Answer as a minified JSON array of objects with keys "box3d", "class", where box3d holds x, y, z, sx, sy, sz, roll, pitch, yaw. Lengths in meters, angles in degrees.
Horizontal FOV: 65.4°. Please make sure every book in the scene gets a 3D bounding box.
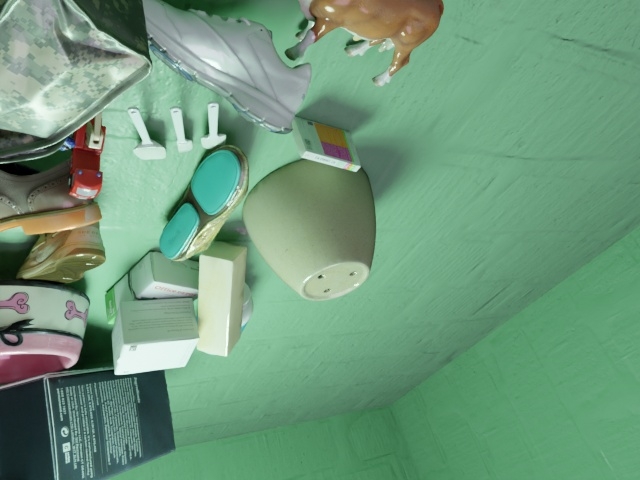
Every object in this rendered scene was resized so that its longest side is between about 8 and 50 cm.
[{"box3d":[0.011,-0.195,1.018,0.144,0.096,0.035,9,139,-38],"class":"book"}]

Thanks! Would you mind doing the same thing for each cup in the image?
[{"box3d":[0.000,0.000,1.186,0.331,0.237,0.331,-14,148,-9],"class":"cup"}]

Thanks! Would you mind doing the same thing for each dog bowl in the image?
[{"box3d":[-0.743,0.227,1.137,0.408,0.150,0.408,-12,160,-5],"class":"dog bowl"}]

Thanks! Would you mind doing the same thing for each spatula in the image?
[{"box3d":[-0.249,-0.186,0.871,0.168,0.019,0.242,-6,175,-12],"class":"spatula"}]

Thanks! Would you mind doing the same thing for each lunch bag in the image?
[{"box3d":[-0.361,-0.240,0.604,0.287,0.235,0.169,-30,146,17],"class":"lunch bag"}]

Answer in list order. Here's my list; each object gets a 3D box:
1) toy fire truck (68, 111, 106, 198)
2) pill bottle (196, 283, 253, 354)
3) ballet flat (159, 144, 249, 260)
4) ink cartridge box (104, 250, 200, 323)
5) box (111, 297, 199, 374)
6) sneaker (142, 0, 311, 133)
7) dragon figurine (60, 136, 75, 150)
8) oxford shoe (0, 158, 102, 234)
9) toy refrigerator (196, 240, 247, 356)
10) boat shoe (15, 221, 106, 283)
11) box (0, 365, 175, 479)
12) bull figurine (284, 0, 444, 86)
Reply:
[{"box3d":[-0.368,-0.172,0.805,0.047,0.192,0.135,5,170,-34],"class":"toy fire truck"},{"box3d":[-0.282,0.216,1.456,0.146,0.146,0.264,-1,144,-28],"class":"pill bottle"},{"box3d":[-0.231,-0.080,1.069,0.123,0.123,0.348,10,138,-39],"class":"ballet flat"},{"box3d":[-0.428,0.135,1.297,0.219,0.093,0.160,-37,145,28],"class":"ink cartridge box"},{"box3d":[-0.421,0.242,1.262,0.182,0.119,0.181,0,145,-30],"class":"box"},{"box3d":[-0.147,-0.283,0.748,0.297,0.111,0.129,30,93,-21],"class":"sneaker"},{"box3d":[-0.511,-0.201,0.721,0.144,0.085,0.289,-38,135,26],"class":"dragon figurine"},{"box3d":[-0.581,-0.077,0.887,0.363,0.130,0.133,-7,105,-1],"class":"oxford shoe"},{"box3d":[-0.255,0.147,1.267,0.094,0.102,0.270,11,112,9],"class":"toy refrigerator"},{"box3d":[-0.551,0.026,1.057,0.302,0.098,0.109,-20,160,38],"class":"boat shoe"},{"box3d":[-0.758,0.545,1.406,0.480,0.297,0.472,-17,167,14],"class":"box"},{"box3d":[0.048,-0.361,0.777,0.310,0.101,0.188,10,146,-30],"class":"bull figurine"}]
